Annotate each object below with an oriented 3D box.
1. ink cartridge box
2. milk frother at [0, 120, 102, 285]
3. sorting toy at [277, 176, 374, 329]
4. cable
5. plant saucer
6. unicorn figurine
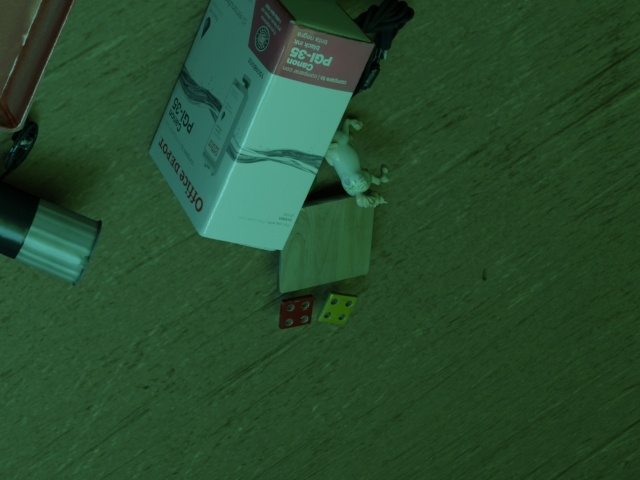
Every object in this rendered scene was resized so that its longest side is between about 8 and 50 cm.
[{"bbox_3d":[-0.075,-0.160,1.816,0.117,0.207,0.283,10,117,-32],"label":"ink cartridge box"},{"bbox_3d":[-0.317,-0.044,1.810,0.134,0.129,0.143,23,119,-17],"label":"milk frother"},{"bbox_3d":[0.000,0.000,2.086,0.132,0.046,0.275,-12,128,-21],"label":"sorting toy"},{"bbox_3d":[0.055,-0.228,1.882,0.150,0.047,0.184,-49,169,11],"label":"cable"},{"bbox_3d":[-0.399,-0.259,1.671,0.259,0.048,0.258,12,116,-34],"label":"plant saucer"},{"bbox_3d":[0.025,-0.109,1.985,0.060,0.162,0.111,-49,170,35],"label":"unicorn figurine"}]
